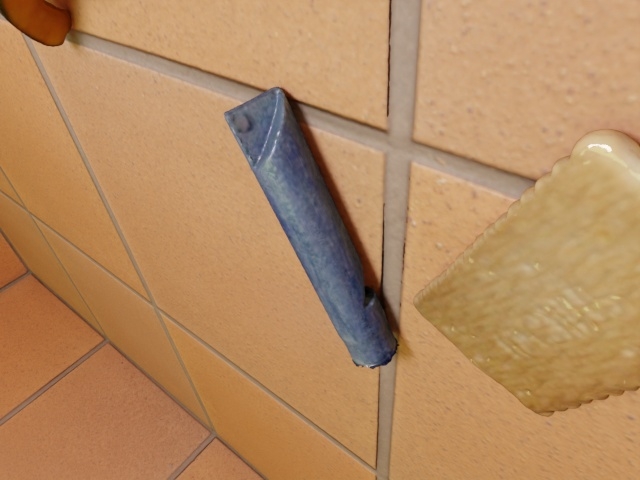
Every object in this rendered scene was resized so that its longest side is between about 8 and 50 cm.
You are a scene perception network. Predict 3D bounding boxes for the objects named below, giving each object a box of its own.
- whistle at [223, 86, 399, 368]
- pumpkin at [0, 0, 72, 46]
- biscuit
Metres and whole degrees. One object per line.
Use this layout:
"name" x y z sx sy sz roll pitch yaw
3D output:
"whistle" 0.000 0.000 0.485 0.062 0.062 0.304 2 125 48
"pumpkin" -0.337 -0.360 0.471 0.258 0.095 0.290 6 125 51
"biscuit" 0.179 0.045 0.353 0.160 0.030 0.249 41 147 10
